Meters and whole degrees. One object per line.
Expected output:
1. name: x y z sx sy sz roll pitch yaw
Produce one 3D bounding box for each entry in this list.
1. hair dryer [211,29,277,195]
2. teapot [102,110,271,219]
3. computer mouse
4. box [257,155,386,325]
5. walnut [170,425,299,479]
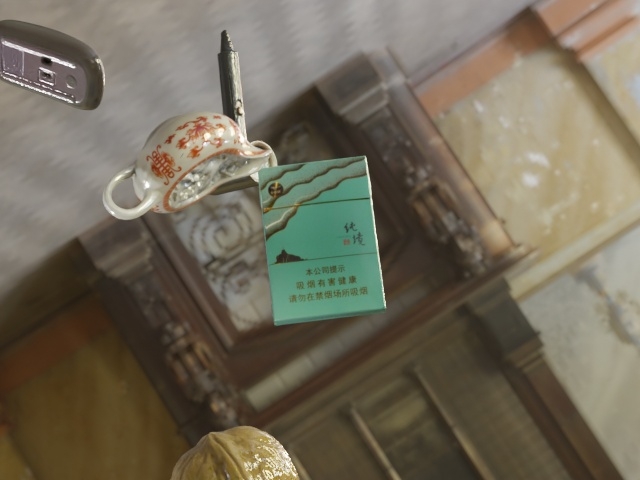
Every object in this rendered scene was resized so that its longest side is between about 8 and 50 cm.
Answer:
1. hair dryer: -0.146 -0.201 2.010 0.128 0.255 0.070 -14 169 44
2. teapot: -0.184 -0.097 1.673 0.245 0.116 0.159 -34 176 -28
3. computer mouse: -0.457 -0.294 2.140 0.057 0.232 0.120 -44 149 -54
4. box: 0.000 -0.001 1.832 0.162 0.229 0.041 -6 166 -1
5. walnut: -0.145 0.422 2.147 0.228 0.228 0.228 -32 173 -4
